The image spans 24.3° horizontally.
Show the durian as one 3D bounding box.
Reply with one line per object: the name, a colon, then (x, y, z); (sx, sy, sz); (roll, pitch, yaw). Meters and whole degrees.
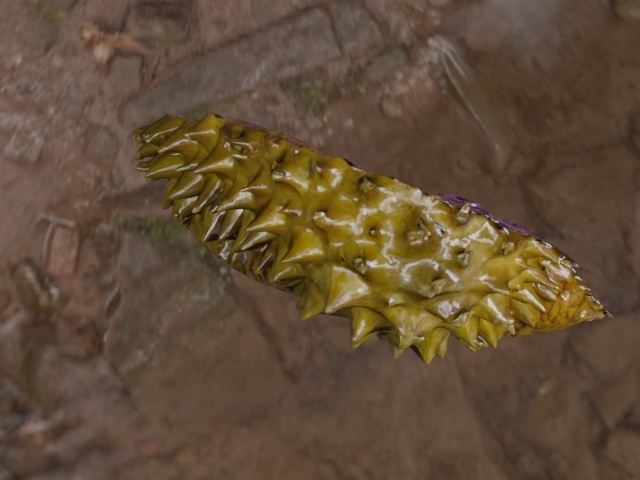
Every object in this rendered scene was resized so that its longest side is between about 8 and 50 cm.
durian: (0.000, -0.001, 0.937); (0.341, 0.191, 0.112); (22, 95, 28)
